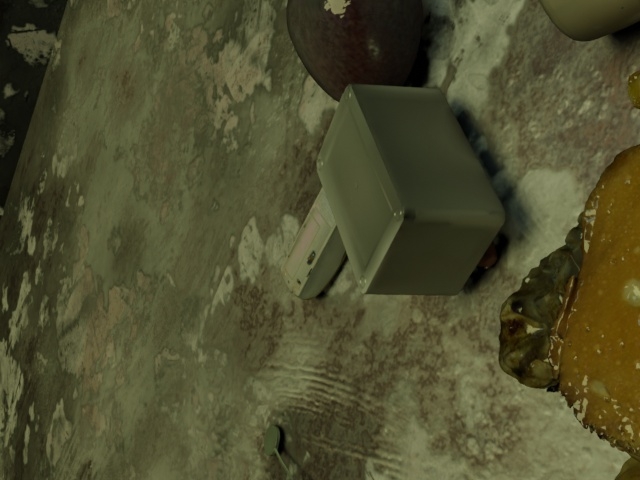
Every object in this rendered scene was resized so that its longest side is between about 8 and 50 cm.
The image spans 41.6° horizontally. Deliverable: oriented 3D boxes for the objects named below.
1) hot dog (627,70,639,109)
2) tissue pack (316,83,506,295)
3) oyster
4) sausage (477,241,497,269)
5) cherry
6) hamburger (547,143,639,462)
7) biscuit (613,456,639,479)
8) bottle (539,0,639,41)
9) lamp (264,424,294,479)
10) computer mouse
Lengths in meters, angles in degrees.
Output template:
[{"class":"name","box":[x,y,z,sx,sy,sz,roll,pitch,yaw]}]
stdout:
[{"class":"hot dog","box":[0.418,-0.157,0.765,0.289,0.083,0.068,-3,100,54]},{"class":"tissue pack","box":[0.103,-0.066,1.077,0.159,0.136,0.246,114,148,-44]},{"class":"oyster","box":[0.286,0.021,0.918,0.345,0.079,0.128,-64,31,27]},{"class":"sausage","box":[0.197,-0.033,1.074,0.030,0.035,0.147,-21,64,31]},{"class":"cherry","box":[0.048,-0.314,1.202,0.213,0.184,0.265,-169,74,-68]},{"class":"hamburger","box":[0.343,0.052,0.693,0.284,0.174,0.304,11,69,50]},{"class":"biscuit","box":[0.346,0.290,0.761,0.213,0.091,0.274,34,108,53]},{"class":"bottle","box":[0.343,-0.306,0.844,0.237,0.148,0.147,-15,71,43]},{"class":"lamp","box":[-0.042,0.361,1.332,0.198,0.056,0.050,48,123,59]},{"class":"computer mouse","box":[0.001,0.001,1.321,0.102,0.045,0.199,53,124,43]}]
